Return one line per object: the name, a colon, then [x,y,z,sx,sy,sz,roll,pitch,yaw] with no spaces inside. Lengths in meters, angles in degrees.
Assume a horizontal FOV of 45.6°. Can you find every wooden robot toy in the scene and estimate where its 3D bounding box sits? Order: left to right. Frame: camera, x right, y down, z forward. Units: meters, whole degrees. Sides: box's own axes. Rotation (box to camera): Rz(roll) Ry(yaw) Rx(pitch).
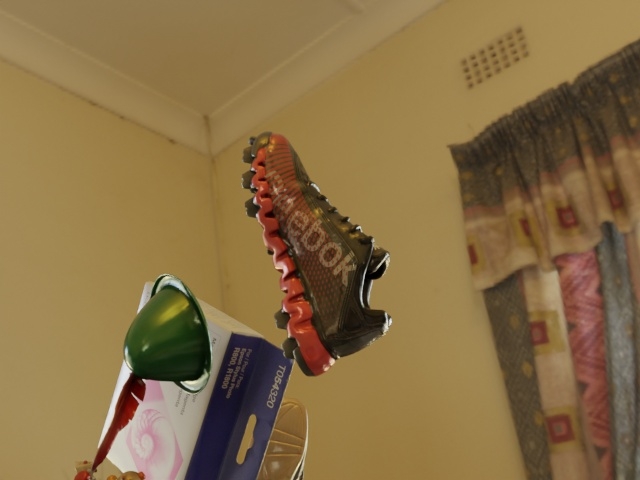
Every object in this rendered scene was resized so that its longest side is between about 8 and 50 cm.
wooden robot toy: [-0.265,0.328,0.992,0.079,0.173,0.076,-31,-53,-15]

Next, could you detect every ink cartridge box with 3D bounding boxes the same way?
ink cartridge box: [-0.219,0.271,1.251,0.330,0.324,0.071,23,8,41]

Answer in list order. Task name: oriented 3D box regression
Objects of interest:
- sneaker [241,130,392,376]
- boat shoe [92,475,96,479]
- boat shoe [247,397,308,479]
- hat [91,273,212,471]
sneaker: [0.000,0.000,0.827,0.135,0.276,0.097,-19,-14,7]
boat shoe: [-0.376,0.431,1.016,0.079,0.254,0.095,33,-37,14]
boat shoe: [-0.082,0.430,1.376,0.103,0.285,0.092,6,-23,10]
hat: [-0.263,0.153,1.030,0.183,0.208,0.173,-12,-60,-36]
